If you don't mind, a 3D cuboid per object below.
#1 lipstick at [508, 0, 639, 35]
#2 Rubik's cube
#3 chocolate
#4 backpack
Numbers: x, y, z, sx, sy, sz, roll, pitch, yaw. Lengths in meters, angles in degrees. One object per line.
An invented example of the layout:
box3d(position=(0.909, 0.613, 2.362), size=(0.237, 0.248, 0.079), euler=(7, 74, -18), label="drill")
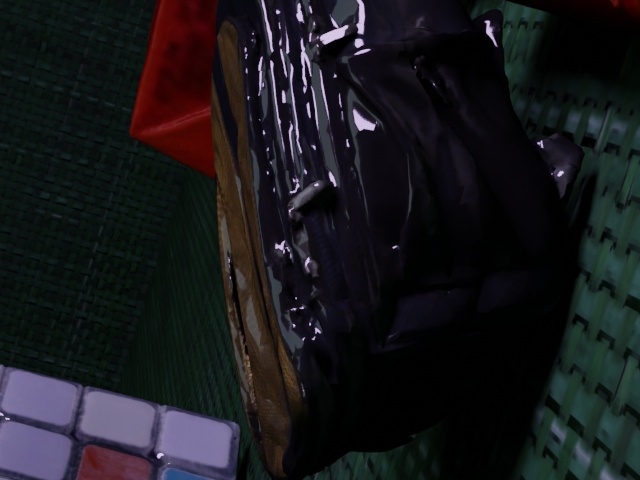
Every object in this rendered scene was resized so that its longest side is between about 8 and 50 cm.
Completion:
box3d(position=(0.097, -0.116, 0.613), size=(0.279, 0.073, 0.073), euler=(-123, 50, -78), label="lipstick")
box3d(position=(-0.213, 0.269, 1.206), size=(0.253, 0.259, 0.256), euler=(-90, 19, -57), label="Rubik's cube")
box3d(position=(-0.081, -0.272, 1.726), size=(0.360, 0.162, 0.341), euler=(-92, 18, -65), label="chocolate")
box3d(position=(0.015, -0.042, 0.689), size=(0.206, 0.133, 0.258), euler=(116, 142, -65), label="backpack")
